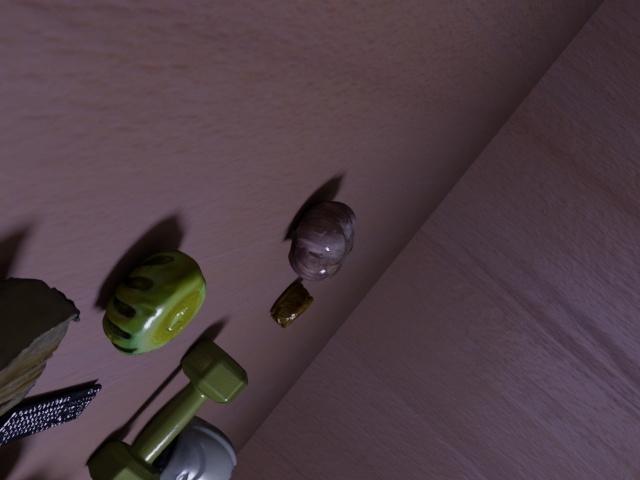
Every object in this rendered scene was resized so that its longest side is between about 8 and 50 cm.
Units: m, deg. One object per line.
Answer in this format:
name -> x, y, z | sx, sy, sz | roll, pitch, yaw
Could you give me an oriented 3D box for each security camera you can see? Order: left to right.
security camera -> -0.288, 0.463, 1.520 | 0.277, 0.191, 0.197 | -52, -160, 13

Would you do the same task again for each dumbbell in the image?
dumbbell -> -0.256, 0.310, 1.338 | 0.302, 0.121, 0.108 | -47, 140, -9

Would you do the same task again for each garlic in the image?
garlic -> 0.000, 0.000, 1.329 | 0.159, 0.102, 0.147 | -55, 165, -58

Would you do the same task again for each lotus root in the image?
lotus root -> -0.272, 0.095, 0.603 | 0.143, 0.070, 0.144 | -48, 176, 26

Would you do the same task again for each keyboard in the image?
keyboard -> -0.324, 0.205, 0.933 | 0.061, 0.013, 0.204 | -50, 170, 4

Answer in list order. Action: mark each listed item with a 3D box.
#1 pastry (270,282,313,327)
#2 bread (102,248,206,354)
pastry -> -0.061, 0.142, 1.698 | 0.097, 0.057, 0.109 | -54, 168, 31
bread -> -0.182, 0.066, 0.869 | 0.130, 0.071, 0.139 | -53, 168, 2
